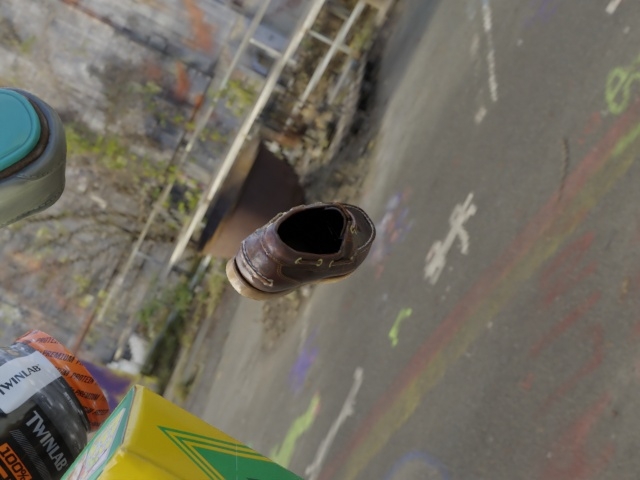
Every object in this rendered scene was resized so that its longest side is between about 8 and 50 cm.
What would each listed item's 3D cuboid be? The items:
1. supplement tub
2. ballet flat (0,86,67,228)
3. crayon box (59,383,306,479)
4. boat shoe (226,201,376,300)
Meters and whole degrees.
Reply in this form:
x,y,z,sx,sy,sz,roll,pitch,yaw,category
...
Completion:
x,y,z,sx,sy,sz,roll,pitch,yaw,category
-0.448,0.280,1.282,0.338,0.207,0.207,-43,0,-30,supplement tub
-0.209,-0.001,0.434,0.213,0.072,0.068,-25,-22,-18,ballet flat
-0.128,0.344,0.841,0.363,0.313,0.106,-52,19,16,crayon box
0.000,0.000,0.928,0.073,0.073,0.207,-48,-12,31,boat shoe
